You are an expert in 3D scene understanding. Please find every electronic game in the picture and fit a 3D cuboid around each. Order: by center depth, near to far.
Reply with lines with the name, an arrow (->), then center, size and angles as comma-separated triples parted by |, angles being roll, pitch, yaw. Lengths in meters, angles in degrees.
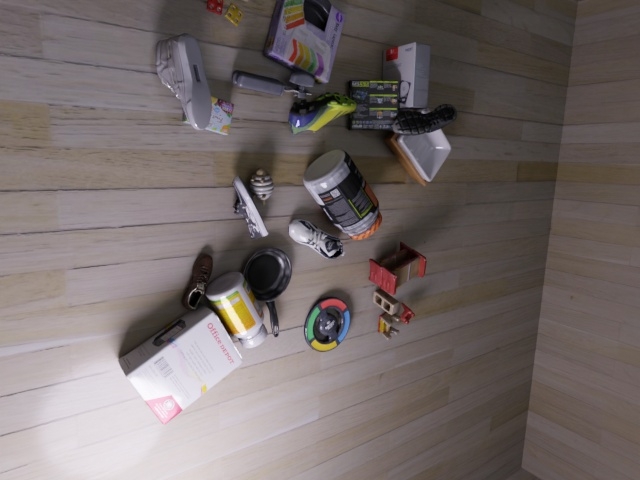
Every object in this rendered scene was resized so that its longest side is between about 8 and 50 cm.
electronic game -> 0.030, 0.341, 1.771 | 0.229, 0.048, 0.230 | -8, 104, -34

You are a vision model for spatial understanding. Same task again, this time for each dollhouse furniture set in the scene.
dollhouse furniture set -> 0.328, 0.224, 1.929 | 0.201, 0.152, 0.374 | -24, 130, -31

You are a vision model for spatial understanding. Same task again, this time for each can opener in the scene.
can opener -> -0.147, -0.532, 1.441 | 0.283, 0.076, 0.095 | 0, 119, -36

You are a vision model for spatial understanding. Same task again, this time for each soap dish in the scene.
soap dish -> 0.412, -0.411, 1.852 | 0.291, 0.118, 0.229 | 44, 73, -33

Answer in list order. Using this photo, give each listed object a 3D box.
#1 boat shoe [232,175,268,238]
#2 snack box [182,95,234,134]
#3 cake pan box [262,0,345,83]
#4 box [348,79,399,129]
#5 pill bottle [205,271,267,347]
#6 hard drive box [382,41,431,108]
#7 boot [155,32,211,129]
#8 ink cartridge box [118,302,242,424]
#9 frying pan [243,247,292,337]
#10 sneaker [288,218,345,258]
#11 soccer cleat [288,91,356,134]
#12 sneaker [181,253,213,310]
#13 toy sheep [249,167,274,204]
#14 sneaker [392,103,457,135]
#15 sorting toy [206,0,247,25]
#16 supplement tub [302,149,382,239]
boat shoe -> -0.253, -0.103, 1.466 | 0.076, 0.080, 0.229 | -25, 120, -3
snack box -> -0.347, -0.395, 1.354 | 0.141, 0.037, 0.100 | 10, 95, -36
cake pan box -> -0.049, -0.709, 1.490 | 0.245, 0.070, 0.267 | 16, 89, -39
box -> 0.203, -0.518, 1.676 | 0.190, 0.045, 0.184 | -2, 100, -7
pill bottle -> -0.273, 0.240, 1.474 | 0.136, 0.136, 0.246 | -36, 118, -25
hard drive box -> 0.331, -0.631, 1.710 | 0.089, 0.181, 0.232 | -7, 102, -34
boot -> -0.398, -0.450, 1.262 | 0.095, 0.123, 0.259 | -30, 119, -59
ink cartridge box -> -0.437, 0.384, 1.390 | 0.306, 0.131, 0.226 | -36, 117, -27
frying pan -> -0.168, 0.171, 1.592 | 0.197, 0.053, 0.326 | -38, 121, -24
sneaker -> 0.000, 0.000, 1.614 | 0.235, 0.153, 0.094 | 41, 74, -34
soccer cleat -> 0.006, -0.456, 1.580 | 0.289, 0.093, 0.121 | -23, 143, -31
sneaker -> -0.386, 0.138, 1.413 | 0.066, 0.071, 0.189 | 21, 87, -37
toy sheep -> -0.199, -0.182, 1.476 | 0.091, 0.091, 0.132 | -14, 120, -33
sneaker -> 0.399, -0.447, 1.696 | 0.267, 0.106, 0.101 | -15, 79, -13
sorting toy -> -0.281, -0.796, 1.315 | 0.132, 0.046, 0.275 | 0, 99, -36
supplement tub -> 0.092, -0.162, 1.623 | 0.194, 0.193, 0.316 | -49, 123, -18
